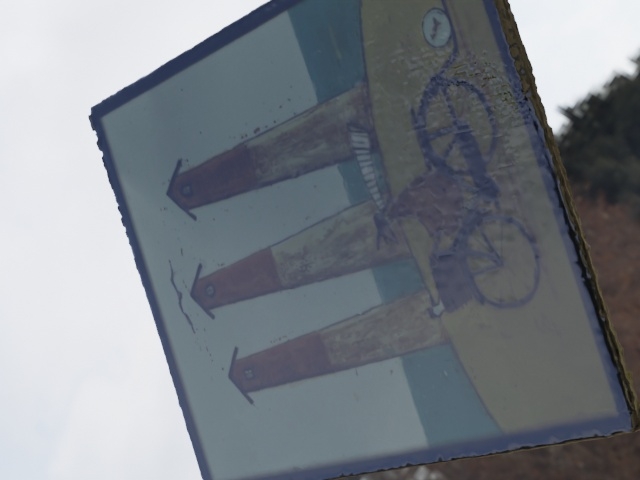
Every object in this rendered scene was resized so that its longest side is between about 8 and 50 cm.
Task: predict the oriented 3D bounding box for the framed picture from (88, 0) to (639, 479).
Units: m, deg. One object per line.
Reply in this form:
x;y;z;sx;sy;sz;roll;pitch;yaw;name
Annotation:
0.000;0.000;0.727;0.013;0.244;0.324;-15;-3;-41;framed picture
